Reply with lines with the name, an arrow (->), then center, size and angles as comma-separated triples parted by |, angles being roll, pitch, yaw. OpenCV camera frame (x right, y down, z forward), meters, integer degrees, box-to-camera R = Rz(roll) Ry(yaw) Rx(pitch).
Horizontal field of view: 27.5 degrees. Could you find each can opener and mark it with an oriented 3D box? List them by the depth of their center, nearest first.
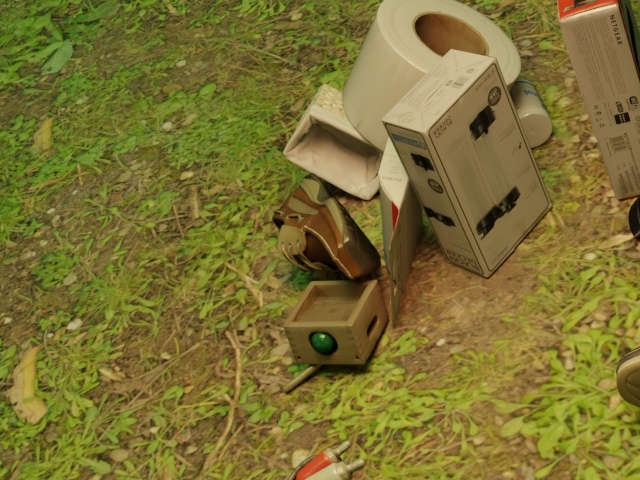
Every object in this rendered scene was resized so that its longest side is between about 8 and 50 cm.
can opener -> 0.474, -0.003, 1.808 | 0.059, 0.073, 0.186 | 13, 43, -12

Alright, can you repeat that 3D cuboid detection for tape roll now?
tape roll -> 0.174, -0.256, 2.078 | 0.246, 0.169, 0.246 | 14, 42, -13

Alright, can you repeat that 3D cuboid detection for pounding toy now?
pounding toy -> 0.014, 0.138, 1.890 | 0.130, 0.100, 0.141 | -3, 33, 28

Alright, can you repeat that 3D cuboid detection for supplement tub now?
supplement tub -> 0.326, -0.205, 2.102 | 0.071, 0.071, 0.107 | -22, 39, 7

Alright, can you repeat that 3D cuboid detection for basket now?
basket -> 0.040, -0.164, 2.131 | 0.113, 0.167, 0.103 | -55, 13, 40

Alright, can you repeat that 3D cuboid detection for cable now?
cable -> -0.066, 0.355, 1.692 | 0.287, 0.072, 0.139 | -28, 32, -1

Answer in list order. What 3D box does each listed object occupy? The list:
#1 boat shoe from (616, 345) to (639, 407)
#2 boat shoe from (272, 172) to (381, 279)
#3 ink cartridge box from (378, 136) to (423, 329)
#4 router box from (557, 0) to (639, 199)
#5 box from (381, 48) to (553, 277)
boat shoe -> 0.498, 0.133, 1.597 | 0.285, 0.103, 0.092 | -15, 34, 9
boat shoe -> 0.000, 0.000, 2.007 | 0.120, 0.123, 0.324 | -38, 19, 1
ink cartridge box -> 0.105, -0.012, 1.919 | 0.056, 0.181, 0.225 | 9, 48, 14
router box -> 0.422, -0.283, 1.918 | 0.082, 0.335, 0.301 | -14, 40, 18
box -> 0.215, -0.108, 1.879 | 0.087, 0.290, 0.169 | 20, 60, 45
